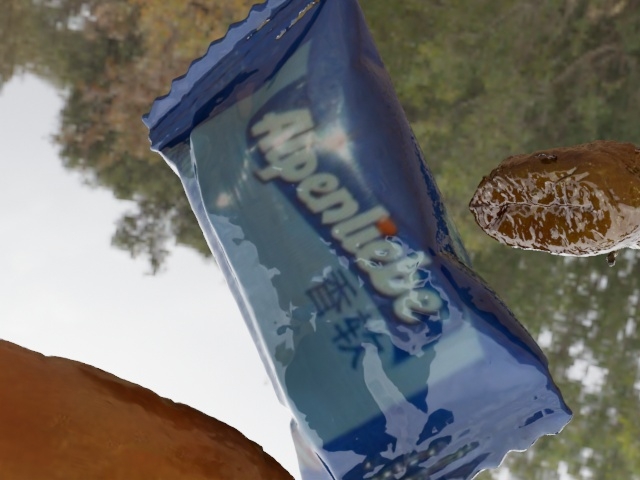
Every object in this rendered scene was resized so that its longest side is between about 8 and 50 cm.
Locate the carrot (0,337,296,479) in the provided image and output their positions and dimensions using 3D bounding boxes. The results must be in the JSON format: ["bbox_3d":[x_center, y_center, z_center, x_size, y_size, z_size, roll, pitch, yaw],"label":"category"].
[{"bbox_3d":[-0.116,0.126,0.520,0.225,0.159,0.159,13,-173,-21],"label":"carrot"}]

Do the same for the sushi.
[{"bbox_3d":[0.121,-0.022,0.544,0.118,0.061,0.060,19,-149,41],"label":"sushi"}]

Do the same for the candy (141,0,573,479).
[{"bbox_3d":[0.000,0.000,0.679,0.077,0.187,0.331,13,-135,-58],"label":"candy"}]
